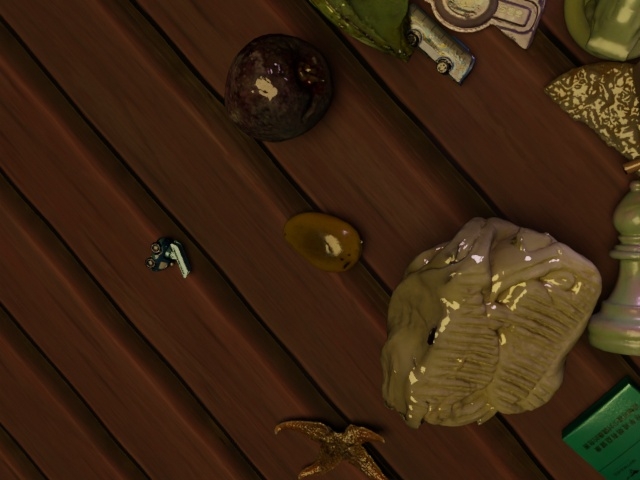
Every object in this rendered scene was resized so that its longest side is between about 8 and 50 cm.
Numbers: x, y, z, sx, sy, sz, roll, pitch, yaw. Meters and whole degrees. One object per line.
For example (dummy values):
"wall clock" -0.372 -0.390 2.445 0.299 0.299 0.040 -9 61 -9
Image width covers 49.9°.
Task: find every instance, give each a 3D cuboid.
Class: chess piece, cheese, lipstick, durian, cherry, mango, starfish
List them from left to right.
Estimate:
"cherry" -0.077 -0.255 1.178 0.195 0.195 0.195 5 105 18
"mango" 0.000 0.000 1.275 0.160 0.076 0.103 22 116 21
"starfish" 0.029 0.429 1.387 0.247 0.050 0.138 1 104 26
"durian" 0.028 -0.438 1.084 0.163 0.198 0.394 -37 80 16
"cheese" 0.261 -0.382 1.107 0.190 0.042 0.105 18 107 5
"chess piece" 0.417 -0.331 0.931 0.175 0.298 0.176 6 107 19
"chess piece" 0.503 0.040 1.098 0.139 0.139 0.272 2 92 18
"lipstick" 0.513 -0.127 1.056 0.094 0.019 0.019 -22 95 20

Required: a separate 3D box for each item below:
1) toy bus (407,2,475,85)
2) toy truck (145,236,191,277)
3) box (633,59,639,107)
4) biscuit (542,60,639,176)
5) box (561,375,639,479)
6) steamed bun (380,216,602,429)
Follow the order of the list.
"toy bus" 0.191 -0.325 1.142 0.153 0.051 0.061 43 107 5
"toy truck" -0.304 0.038 1.401 0.090 0.056 0.073 24 104 -1
"box" 0.575 -0.214 0.999 0.201 0.058 0.141 -8 87 10
"biscuit" 0.502 -0.194 1.074 0.289 0.038 0.141 41 112 3
"box" 0.560 0.367 1.190 0.226 0.042 0.161 41 113 5
"steamed bun" 0.240 0.120 1.137 0.393 0.237 0.347 -33 116 -6
